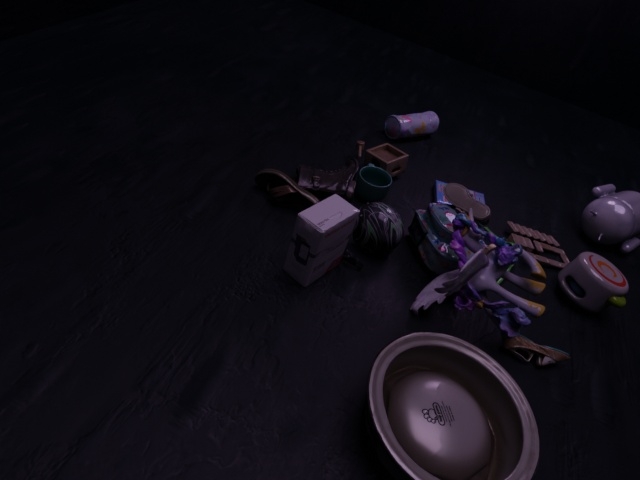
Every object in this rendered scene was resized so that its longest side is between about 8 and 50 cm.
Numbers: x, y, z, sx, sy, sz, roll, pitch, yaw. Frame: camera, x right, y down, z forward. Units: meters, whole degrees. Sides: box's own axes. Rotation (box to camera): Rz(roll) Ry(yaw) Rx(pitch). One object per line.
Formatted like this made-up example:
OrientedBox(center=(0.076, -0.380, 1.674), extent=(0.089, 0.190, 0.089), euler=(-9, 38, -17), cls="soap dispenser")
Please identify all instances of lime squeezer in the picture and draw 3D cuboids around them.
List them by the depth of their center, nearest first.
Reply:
OrientedBox(center=(0.674, 0.052, 1.661), extent=(0.110, 0.058, 0.310), euler=(15, 43, -4), cls="lime squeezer")

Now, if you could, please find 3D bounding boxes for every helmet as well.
OrientedBox(center=(0.197, -0.044, 1.519), extent=(0.170, 0.161, 0.169), euler=(10, 43, -9), cls="helmet")

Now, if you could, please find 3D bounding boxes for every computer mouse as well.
OrientedBox(center=(0.040, 0.016, 1.493), extent=(0.242, 0.071, 0.041), euler=(40, 88, 17), cls="computer mouse")

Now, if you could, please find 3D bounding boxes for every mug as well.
OrientedBox(center=(0.203, -0.215, 1.747), extent=(0.130, 0.097, 0.157), euler=(29, 43, 12), cls="mug")

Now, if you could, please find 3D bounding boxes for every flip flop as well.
OrientedBox(center=(-0.120, -0.156, 1.584), extent=(0.277, 0.112, 0.080), euler=(35, 59, 10), cls="flip flop")

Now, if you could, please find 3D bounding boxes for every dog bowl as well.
OrientedBox(center=(0.285, 0.425, 1.072), extent=(0.409, 0.150, 0.407), euler=(9, 44, -9), cls="dog bowl")

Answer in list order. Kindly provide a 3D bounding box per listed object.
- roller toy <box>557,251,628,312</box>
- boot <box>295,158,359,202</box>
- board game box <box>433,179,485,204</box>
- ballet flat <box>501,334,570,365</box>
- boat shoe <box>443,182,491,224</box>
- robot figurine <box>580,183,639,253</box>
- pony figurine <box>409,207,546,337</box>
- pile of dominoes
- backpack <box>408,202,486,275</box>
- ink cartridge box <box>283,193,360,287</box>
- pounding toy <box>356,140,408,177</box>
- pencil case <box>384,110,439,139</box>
OrientedBox(center=(0.943, 0.147, 1.587), extent=(0.191, 0.146, 0.209), euler=(32, 38, 1), cls="roller toy")
OrientedBox(center=(0.022, -0.253, 1.733), extent=(0.229, 0.091, 0.262), euler=(13, 42, -3), cls="boot")
OrientedBox(center=(0.570, -0.163, 1.861), extent=(0.212, 0.039, 0.160), euler=(17, 42, -2), cls="board game box")
OrientedBox(center=(0.638, 0.337, 1.358), extent=(0.207, 0.073, 0.067), euler=(20, 70, 6), cls="ballet flat")
OrientedBox(center=(0.491, -0.120, 1.533), extent=(0.075, 0.065, 0.206), euler=(-39, 48, -1), cls="boat shoe")
OrientedBox(center=(1.239, -0.095, 1.899), extent=(0.354, 0.200, 0.299), euler=(-13, 75, -30), cls="robot figurine")
OrientedBox(center=(0.466, 0.110, 1.330), extent=(0.363, 0.303, 0.351), euler=(41, 66, 4), cls="pony figurine")
OrientedBox(center=(0.843, 0.030, 1.772), extent=(0.252, 0.040, 0.195), euler=(17, 41, -14), cls="pile of dominoes")
OrientedBox(center=(0.443, -0.002, 1.553), extent=(0.226, 0.191, 0.253), euler=(2, 50, -18), cls="backpack")
OrientedBox(center=(0.000, 0.000, 1.350), extent=(0.100, 0.237, 0.172), euler=(39, 46, 21), cls="ink cartridge box")
OrientedBox(center=(0.224, -0.335, 1.891), extent=(0.181, 0.094, 0.206), euler=(-25, 48, -31), cls="pounding toy")
OrientedBox(center=(0.436, -0.553, 2.167), extent=(0.273, 0.113, 0.124), euler=(-16, 43, -32), cls="pencil case")
